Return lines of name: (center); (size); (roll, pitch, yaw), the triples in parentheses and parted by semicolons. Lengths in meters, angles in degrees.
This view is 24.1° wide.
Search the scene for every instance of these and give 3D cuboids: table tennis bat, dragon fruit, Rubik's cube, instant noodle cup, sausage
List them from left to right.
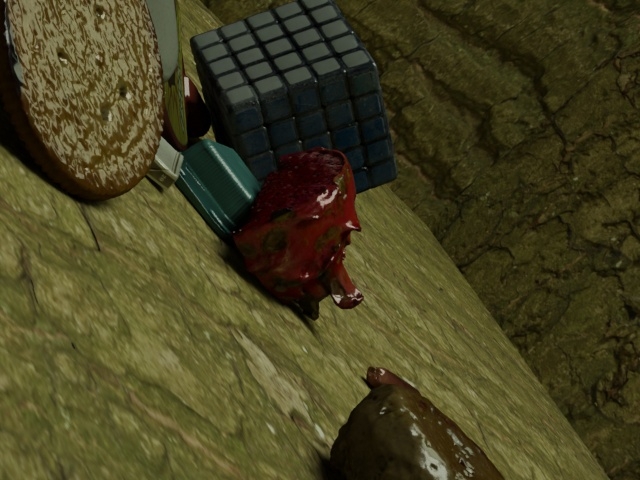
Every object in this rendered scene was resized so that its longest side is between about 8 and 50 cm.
table tennis bat: (-0.211, -0.237, 2.093); (0.415, 0.051, 0.268); (71, 13, -73)
instant noodle cup: (-0.129, -0.070, 2.028); (0.157, 0.070, 0.179); (52, 8, 11)
Rubik's cube: (-0.043, -0.200, 2.269); (0.238, 0.236, 0.237); (-121, -165, -49)
dragon fruit: (0.000, 0.000, 1.980); (0.262, 0.134, 0.212); (-69, 147, -58)
sausage: (0.105, 0.207, 2.087); (0.147, 0.035, 0.030); (35, 48, -55)

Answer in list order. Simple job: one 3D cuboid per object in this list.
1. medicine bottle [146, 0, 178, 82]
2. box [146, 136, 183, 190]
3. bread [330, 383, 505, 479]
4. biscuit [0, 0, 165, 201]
medicine bottle: (-0.287, -0.302, 1.704); (0.375, 0.123, 0.282); (1, 78, -69)
box: (-0.252, -0.150, 1.874); (0.198, 0.029, 0.109); (45, 11, -13)
bread: (0.104, 0.255, 1.539); (0.230, 0.123, 0.230); (42, 13, -12)
biscuit: (-0.249, -0.188, 1.545); (0.305, 0.038, 0.305); (-8, 90, -66)
